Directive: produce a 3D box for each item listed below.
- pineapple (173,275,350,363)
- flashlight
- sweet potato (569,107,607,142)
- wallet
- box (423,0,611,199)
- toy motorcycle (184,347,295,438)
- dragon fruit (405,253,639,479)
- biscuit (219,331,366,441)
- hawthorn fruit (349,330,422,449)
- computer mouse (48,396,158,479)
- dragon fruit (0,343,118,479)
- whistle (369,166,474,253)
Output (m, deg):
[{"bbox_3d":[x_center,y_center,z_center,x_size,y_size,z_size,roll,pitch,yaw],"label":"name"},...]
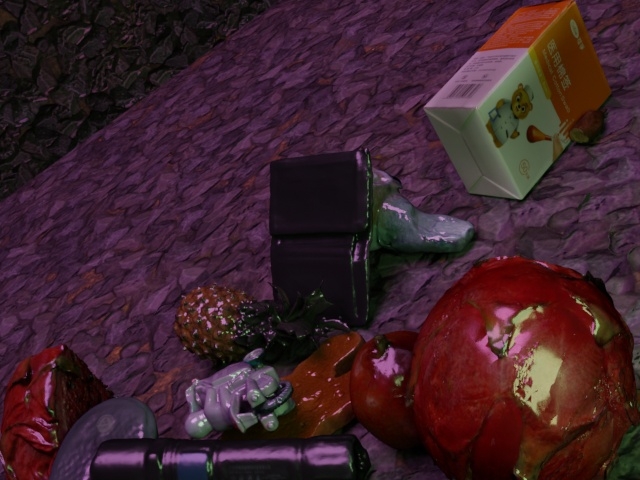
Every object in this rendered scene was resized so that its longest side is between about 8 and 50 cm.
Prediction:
[{"bbox_3d":[-0.102,0.145,1.591,0.364,0.165,0.165,-7,39,38],"label":"pineapple"},{"bbox_3d":[-0.137,0.338,1.312,0.423,0.103,0.103,-6,37,13],"label":"flashlight"},{"bbox_3d":[0.520,-0.224,1.667,0.049,0.049,0.117,6,37,47],"label":"sweet potato"},{"bbox_3d":[0.000,0.000,1.625,0.247,0.323,0.041,-2,1,39],"label":"wallet"},{"bbox_3d":[0.387,-0.273,1.675,0.341,0.225,0.143,-46,31,-21],"label":"box"},{"bbox_3d":[-0.144,0.262,1.411,0.171,0.110,0.260,-35,15,-20],"label":"toy motorcycle"},{"bbox_3d":[0.252,0.177,1.100,0.295,0.295,0.302,0,75,43],"label":"dragon fruit"},{"bbox_3d":[-0.036,0.285,1.440,0.333,0.047,0.202,-37,29,-10],"label":"biscuit"},{"bbox_3d":[0.117,0.205,1.272,0.169,0.188,0.169,-23,22,10],"label":"hawthorn fruit"},{"bbox_3d":[-0.365,0.440,1.449,0.188,0.122,0.371,-7,45,24],"label":"computer mouse"},{"bbox_3d":[-0.474,0.372,1.626,0.240,0.302,0.330,-6,44,-16],"label":"dragon fruit"},{"bbox_3d":[0.127,-0.032,1.675,0.347,0.189,0.189,21,56,28],"label":"whistle"}]
